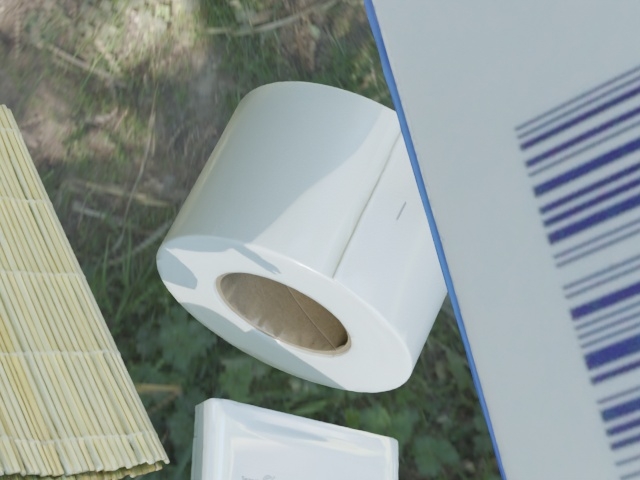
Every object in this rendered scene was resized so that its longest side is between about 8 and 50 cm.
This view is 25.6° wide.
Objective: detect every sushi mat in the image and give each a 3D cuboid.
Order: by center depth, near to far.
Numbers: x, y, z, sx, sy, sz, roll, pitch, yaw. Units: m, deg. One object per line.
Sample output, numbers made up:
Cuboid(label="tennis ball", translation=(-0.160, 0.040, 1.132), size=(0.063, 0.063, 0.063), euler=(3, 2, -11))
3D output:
Cuboid(label="sushi mat", translation=(-0.217, 0.024, 0.957), size=(0.019, 0.151, 0.317), euler=(-41, 64, 28))

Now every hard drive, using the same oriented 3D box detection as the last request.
Cuboid(label="hard drive", translation=(-0.021, 0.302, 1.186), size=(0.203, 0.308, 0.040), euler=(17, 151, -31))

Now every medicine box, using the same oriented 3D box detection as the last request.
Cuboid(label="medicine box", translation=(0.173, 0.025, 0.420), size=(0.149, 0.289, 0.264), euler=(-25, 70, 30))

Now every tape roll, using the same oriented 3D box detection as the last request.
Cuboid(label="tape roll", translation=(0.000, 0.000, 1.244), size=(0.246, 0.246, 0.169), euler=(33, 63, -13))
